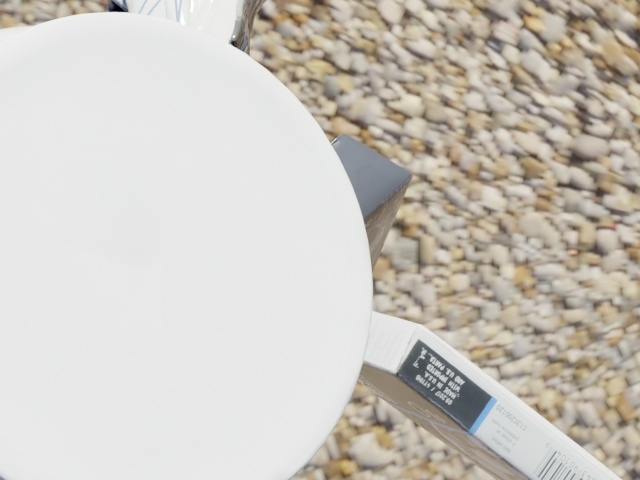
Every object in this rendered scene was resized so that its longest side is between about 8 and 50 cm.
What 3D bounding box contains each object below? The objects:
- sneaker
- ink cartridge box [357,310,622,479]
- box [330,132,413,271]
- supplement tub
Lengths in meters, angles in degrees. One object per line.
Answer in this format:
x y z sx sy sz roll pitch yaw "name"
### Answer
-0.099 -0.218 1.483 0.129 0.111 0.297 13 59 10 "sneaker"
0.089 0.115 1.310 0.206 0.208 0.045 37 82 -22 "ink cartridge box"
0.000 0.000 1.874 0.093 0.156 0.158 32 129 14 "box"
-0.144 0.041 0.821 0.325 0.235 0.235 -22 81 58 "supplement tub"
